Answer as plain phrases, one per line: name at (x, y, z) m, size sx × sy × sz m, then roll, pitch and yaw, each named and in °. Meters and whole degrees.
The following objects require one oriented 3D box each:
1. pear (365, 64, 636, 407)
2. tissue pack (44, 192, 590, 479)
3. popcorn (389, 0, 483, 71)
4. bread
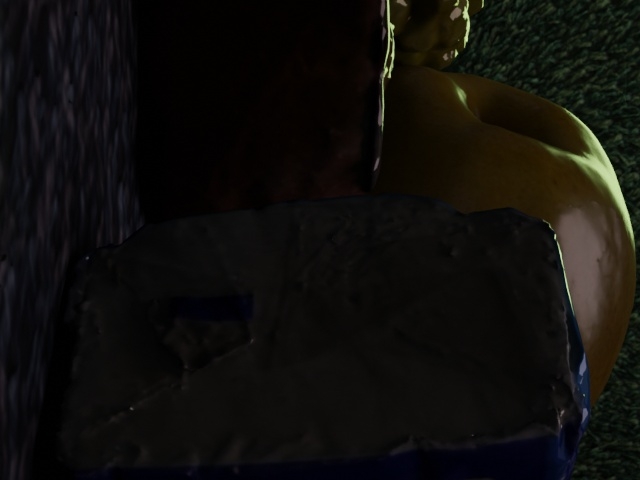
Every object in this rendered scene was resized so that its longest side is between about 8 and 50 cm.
pear at (0.081, 0.033, 1.111) m, size 0.314 × 0.314 × 0.314 m, roll 1°, pitch 90°, yaw -86°
tissue pack at (0.002, 0.106, 0.690) m, size 0.270 × 0.209 × 0.137 m, roll 84°, pitch -1°, yaw -55°
popcorn at (0.033, -0.222, 1.148) m, size 0.235 × 0.181 × 0.217 m, roll 53°, pitch 38°, yaw -83°
bread at (-0.021, -0.090, 0.837) m, size 0.244 × 0.123 × 0.190 m, roll -1°, pitch 94°, yaw -86°
